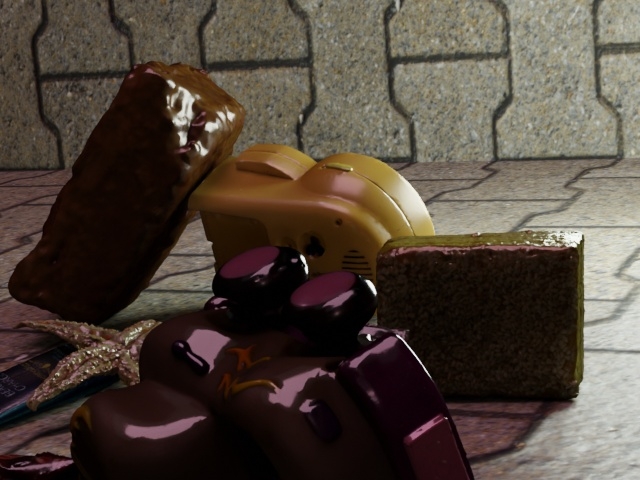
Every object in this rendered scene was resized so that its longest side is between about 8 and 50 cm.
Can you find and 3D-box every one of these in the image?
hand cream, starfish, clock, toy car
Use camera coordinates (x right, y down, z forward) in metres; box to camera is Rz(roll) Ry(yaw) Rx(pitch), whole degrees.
[{"bbox_3d":[-0.347,0.180,1.707,0.270,0.061,0.120,-22,26,-36],"label":"hand cream"},{"bbox_3d":[-0.251,0.140,1.668,0.295,0.048,0.231,10,28,13],"label":"starfish"},{"bbox_3d":[0.000,0.000,1.999,0.317,0.244,0.200,9,38,32],"label":"clock"},{"bbox_3d":[-0.048,0.175,1.152,0.240,0.271,0.340,-31,22,-24],"label":"toy car"}]

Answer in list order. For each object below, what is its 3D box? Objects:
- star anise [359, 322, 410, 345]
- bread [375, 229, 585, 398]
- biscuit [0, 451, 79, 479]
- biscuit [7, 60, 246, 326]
[{"bbox_3d":[-0.035,0.160,1.498,0.282,0.129,0.212,-12,5,7],"label":"star anise"},{"bbox_3d":[0.184,0.082,1.611,0.234,0.184,0.110,-1,9,13],"label":"bread"},{"bbox_3d":[-0.326,0.242,1.345,0.235,0.063,0.151,-18,6,-34],"label":"biscuit"},{"bbox_3d":[-0.271,-0.067,2.078,0.166,0.395,0.342,32,9,4],"label":"biscuit"}]
